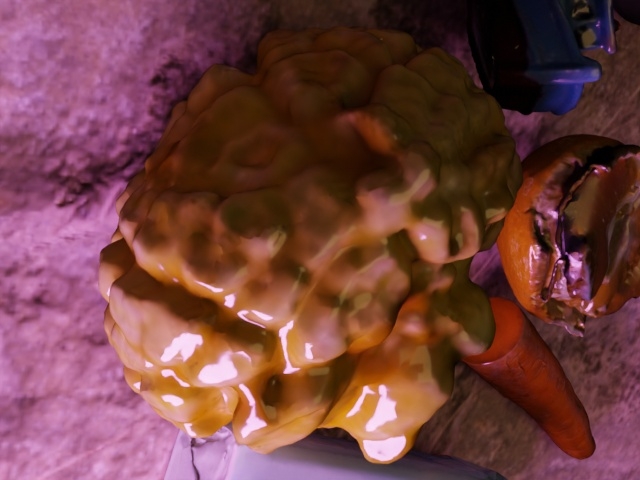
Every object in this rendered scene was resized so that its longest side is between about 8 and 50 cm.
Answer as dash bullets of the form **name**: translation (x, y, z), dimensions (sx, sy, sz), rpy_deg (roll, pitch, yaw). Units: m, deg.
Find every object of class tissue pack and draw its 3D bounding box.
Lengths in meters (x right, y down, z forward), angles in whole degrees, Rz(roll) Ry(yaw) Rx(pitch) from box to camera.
- **tissue pack**: translation (-0.001, 0.226, 0.976), dimensions (0.263, 0.089, 0.177), rpy_deg (16, 94, -37)

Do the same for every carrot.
- **carrot**: translation (0.178, 0.123, 1.100), dimensions (0.061, 0.061, 0.209), rpy_deg (-53, 133, -11)

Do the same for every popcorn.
- **popcorn**: translation (0.000, 0.000, 0.817), dimensions (0.270, 0.224, 0.258), rpy_deg (-7, 116, -47)

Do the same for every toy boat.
- **toy boat**: translation (0.149, -0.135, 0.890), dimensions (0.097, 0.223, 0.100), rpy_deg (-8, 112, 3)

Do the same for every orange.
- **orange**: translation (0.191, -0.012, 1.025), dimensions (0.160, 0.112, 0.170), rpy_deg (-28, 141, -42)

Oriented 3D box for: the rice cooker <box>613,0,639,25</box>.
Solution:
- **rice cooker**: translation (0.292, -0.228, 1.035), dimensions (0.165, 0.106, 0.112), rpy_deg (-40, 121, -7)
